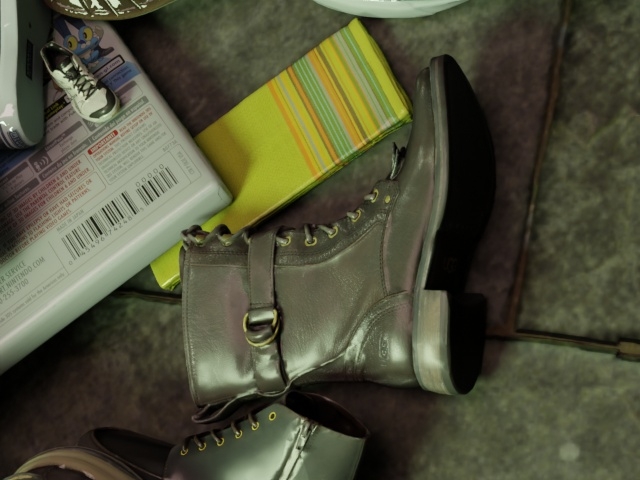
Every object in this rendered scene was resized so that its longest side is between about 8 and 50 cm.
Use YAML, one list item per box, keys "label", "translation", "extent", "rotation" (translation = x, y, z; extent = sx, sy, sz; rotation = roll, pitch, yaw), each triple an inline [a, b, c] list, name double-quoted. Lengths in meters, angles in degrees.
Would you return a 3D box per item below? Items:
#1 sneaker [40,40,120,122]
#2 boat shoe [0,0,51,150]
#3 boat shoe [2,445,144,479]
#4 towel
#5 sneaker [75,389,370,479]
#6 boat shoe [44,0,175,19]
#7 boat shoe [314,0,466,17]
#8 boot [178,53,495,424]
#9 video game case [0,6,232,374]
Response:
- label: "sneaker"
  translation: [-0.188, -0.122, 1.409]
  extent: [0.032, 0.037, 0.083]
  rotation: [-45, 59, -7]
- label: "boat shoe"
  translation: [-0.262, -0.151, 1.437]
  extent: [0.083, 0.065, 0.183]
  rotation: [-9, 62, 16]
- label: "boat shoe"
  translation: [-0.091, 0.279, 1.201]
  extent: [0.355, 0.130, 0.132]
  rotation: [33, 113, 15]
- label: "towel"
  translation: [-0.043, -0.064, 1.390]
  extent: [0.237, 0.021, 0.102]
  rotation: [-35, 57, 15]
- label: "sneaker"
  translation: [-0.066, 0.145, 1.282]
  extent: [0.222, 0.083, 0.118]
  rotation: [19, 106, 21]
- label: "boat shoe"
  translation: [-0.127, -0.218, 1.450]
  extent: [0.190, 0.072, 0.068]
  rotation: [-8, 110, 11]
- label: "boat shoe"
  translation: [0.110, -0.238, 1.303]
  extent: [0.335, 0.119, 0.121]
  rotation: [-2, 74, 27]
- label: "boot"
  translation: [0.000, 0.000, 1.304]
  extent: [0.229, 0.091, 0.263]
  rotation: [-2, 77, 26]
- label: "video game case"
  translation: [-0.271, -0.038, 1.444]
  extent: [0.329, 0.036, 0.300]
  rotation: [-37, 57, 1]
